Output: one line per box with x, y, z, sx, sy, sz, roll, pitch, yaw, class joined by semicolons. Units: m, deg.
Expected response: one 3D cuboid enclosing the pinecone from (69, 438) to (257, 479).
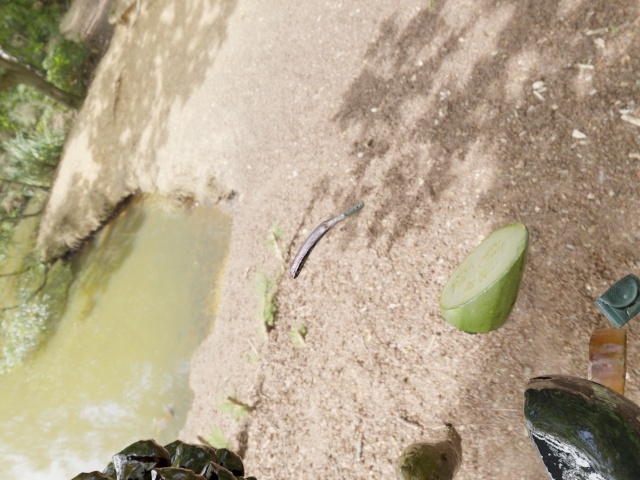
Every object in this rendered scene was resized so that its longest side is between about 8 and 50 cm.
-0.168;0.327;0.448;0.243;0.309;0.245;0;83;4;pinecone

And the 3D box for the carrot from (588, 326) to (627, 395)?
0.923;0.420;1.382;0.100;0.308;0.258;6;46;38;carrot

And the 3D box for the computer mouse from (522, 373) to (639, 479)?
0.318;0.254;0.425;0.100;0.170;0.270;-44;52;37;computer mouse

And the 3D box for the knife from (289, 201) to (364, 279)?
-0.002;-0.001;1.091;0.053;0.123;0.278;50;125;11;knife

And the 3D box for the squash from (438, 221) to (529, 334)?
0.362;0.071;0.986;0.189;0.261;0.189;-8;42;8;squash

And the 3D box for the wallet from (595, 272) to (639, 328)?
0.771;0.149;1.088;0.129;0.026;0.088;-36;77;-6;wallet

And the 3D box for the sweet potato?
0.313;0.587;1.156;0.130;0.422;0.131;-7;78;33;sweet potato
